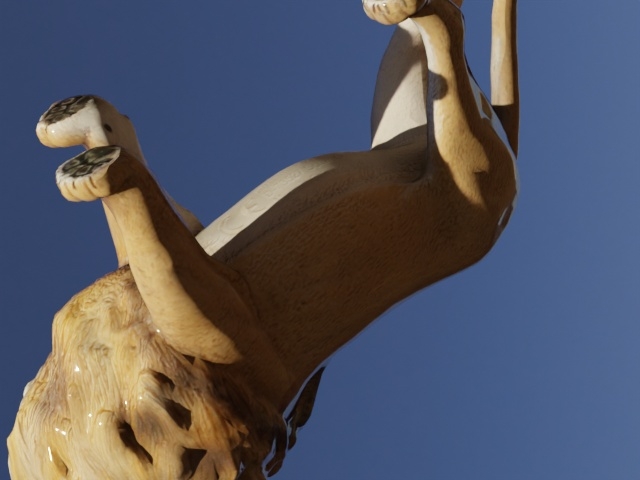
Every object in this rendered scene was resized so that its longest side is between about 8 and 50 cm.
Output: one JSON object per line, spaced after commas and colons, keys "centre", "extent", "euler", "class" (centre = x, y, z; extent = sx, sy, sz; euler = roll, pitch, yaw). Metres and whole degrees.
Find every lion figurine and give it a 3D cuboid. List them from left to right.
{"centre": [0.000, 0.000, 0.637], "extent": [0.392, 0.142, 0.240], "euler": [-30, -59, -11], "class": "lion figurine"}
